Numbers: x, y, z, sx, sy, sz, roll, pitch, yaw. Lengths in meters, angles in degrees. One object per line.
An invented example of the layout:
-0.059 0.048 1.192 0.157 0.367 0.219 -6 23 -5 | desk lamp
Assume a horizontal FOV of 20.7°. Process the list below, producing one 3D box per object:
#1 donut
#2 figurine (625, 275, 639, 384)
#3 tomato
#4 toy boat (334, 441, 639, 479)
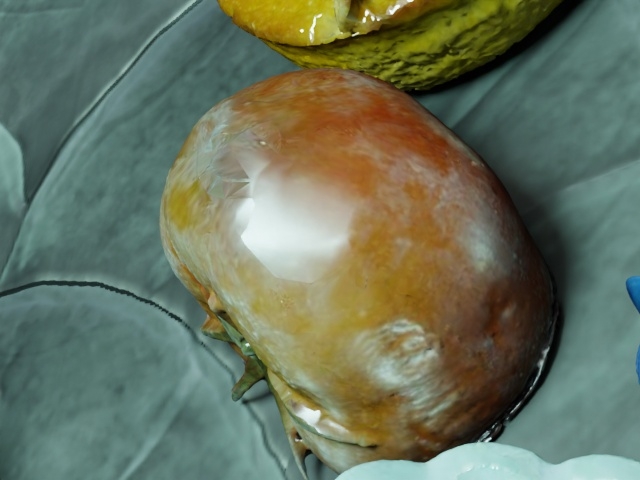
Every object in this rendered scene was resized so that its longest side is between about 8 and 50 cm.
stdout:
0.052 -0.195 0.985 0.253 0.118 0.253 -21 51 28 | donut
0.199 0.033 0.762 0.136 0.079 0.077 -23 23 -5 | figurine
0.000 0.000 0.867 0.181 0.155 0.214 -45 43 -4 | tomato
0.097 0.179 0.672 0.290 0.100 0.199 -2 47 19 | toy boat
